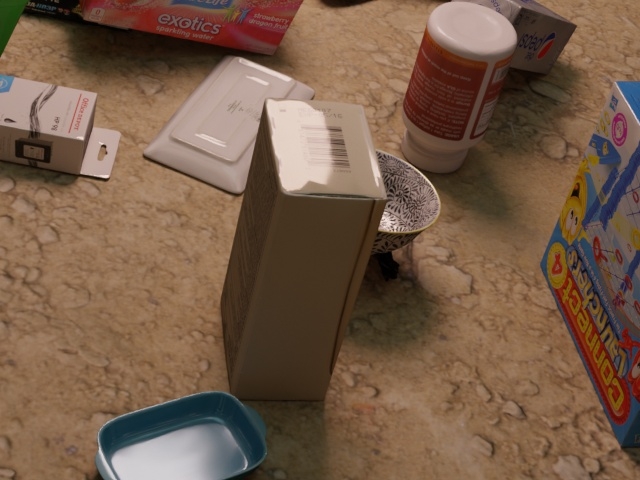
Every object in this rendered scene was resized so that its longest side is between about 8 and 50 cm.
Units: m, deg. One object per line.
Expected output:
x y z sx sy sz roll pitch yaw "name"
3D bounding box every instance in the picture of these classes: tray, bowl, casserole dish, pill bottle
-0.117 -0.170 1.890 0.145 0.030 0.270 24 42 8 "tray"
0.054 -0.035 1.700 0.170 0.080 0.170 13 38 -10 "bowl"
-0.145 0.221 1.452 0.188 0.037 0.114 -14 49 -30 "casserole dish"
0.177 -0.200 1.868 0.121 0.216 0.121 9 42 -8 "pill bottle"

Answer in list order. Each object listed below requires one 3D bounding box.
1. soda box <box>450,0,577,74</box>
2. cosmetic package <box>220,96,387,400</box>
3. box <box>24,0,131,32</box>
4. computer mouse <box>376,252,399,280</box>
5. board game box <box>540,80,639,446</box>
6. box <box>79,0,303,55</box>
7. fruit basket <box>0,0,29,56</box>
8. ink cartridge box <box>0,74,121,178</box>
0.272 -0.308 2.018 0.098 0.091 0.286 35 17 19 "soda box"
-0.027 0.015 1.507 0.113 0.309 0.160 2 44 -13 "cosmetic package"
-0.344 -0.399 2.054 0.175 0.051 0.220 11 42 -5 "box"
0.000 0.000 1.730 0.193 0.042 0.106 4 44 -13 "computer mouse"
0.382 0.026 1.620 0.086 0.302 0.308 0 43 -16 "board game box"
-0.180 -0.382 1.956 0.300 0.154 0.142 7 45 -30 "box"
-0.558 -0.406 1.756 0.392 0.392 0.283 -11 53 -26 "fruit basket"
-0.346 -0.146 1.772 0.180 0.060 0.104 10 41 -6 "ink cartridge box"
